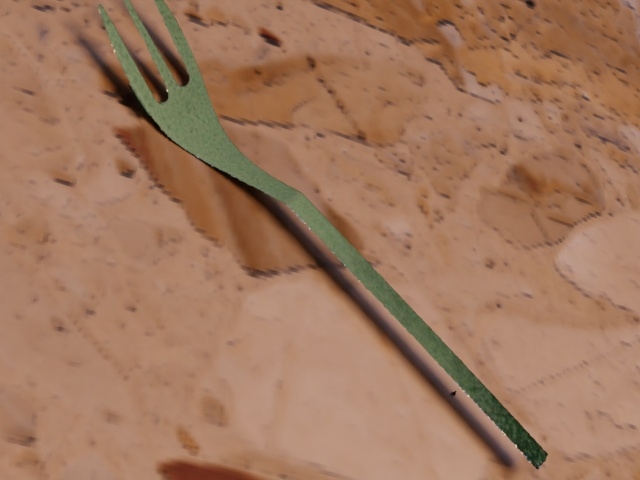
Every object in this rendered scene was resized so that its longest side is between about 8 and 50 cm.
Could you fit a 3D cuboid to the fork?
[{"bbox_3d":[-0.001,0.001,0.711,0.235,0.021,0.039,49,48,-3],"label":"fork"}]
